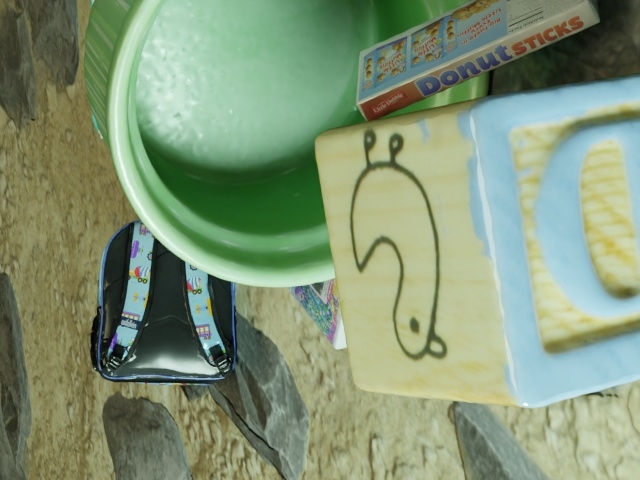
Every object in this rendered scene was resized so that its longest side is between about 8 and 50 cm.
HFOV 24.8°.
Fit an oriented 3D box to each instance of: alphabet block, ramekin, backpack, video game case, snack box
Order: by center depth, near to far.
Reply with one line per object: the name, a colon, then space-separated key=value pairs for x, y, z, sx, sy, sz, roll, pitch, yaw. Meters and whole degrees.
alphabet block: x=0.135 y=-0.003 z=0.962 sx=0.197 sy=0.193 sz=0.192 roll=-7 pitch=92 yaw=61
snack box: x=0.106 y=-0.140 z=1.008 sx=0.178 sy=0.022 sz=0.064 roll=-22 pitch=38 yaw=23
ramekin: x=-0.036 y=-0.130 z=1.125 sx=0.148 sy=0.303 sz=0.303 roll=-136 pitch=44 yaw=-57
video game case: x=0.000 y=0.000 z=1.381 sx=0.143 sy=0.019 sz=0.157 roll=50 pitch=139 yaw=41
backpack: x=-0.169 y=0.067 z=1.572 sx=0.117 sy=0.158 sz=0.173 roll=136 pitch=134 yaw=-77

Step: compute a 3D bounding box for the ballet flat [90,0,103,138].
ballet flat: x=-0.173 y=-0.288 z=1.512 sx=0.147 sy=0.147 sz=0.409 roll=26 pitch=124 yaw=56
